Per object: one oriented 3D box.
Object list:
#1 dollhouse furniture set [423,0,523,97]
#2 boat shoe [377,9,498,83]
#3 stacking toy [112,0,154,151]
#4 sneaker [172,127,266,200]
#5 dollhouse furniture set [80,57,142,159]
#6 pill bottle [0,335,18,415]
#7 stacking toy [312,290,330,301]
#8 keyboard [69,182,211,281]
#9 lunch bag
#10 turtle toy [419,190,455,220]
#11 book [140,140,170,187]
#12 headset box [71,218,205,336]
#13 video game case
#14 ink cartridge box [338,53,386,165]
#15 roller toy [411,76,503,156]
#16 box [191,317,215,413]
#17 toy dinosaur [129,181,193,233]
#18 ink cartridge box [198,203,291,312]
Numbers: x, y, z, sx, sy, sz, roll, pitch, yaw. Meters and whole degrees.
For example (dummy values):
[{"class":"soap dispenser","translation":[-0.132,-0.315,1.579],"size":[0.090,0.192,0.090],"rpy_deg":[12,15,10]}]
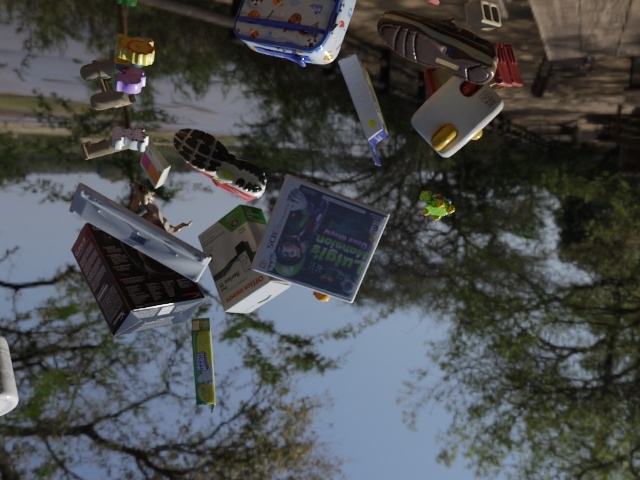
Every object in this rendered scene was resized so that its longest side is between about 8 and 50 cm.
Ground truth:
[{"class":"dollhouse furniture set","translation":[0.367,-0.547,1.670],"size":[0.201,0.374,0.152],"rpy_deg":[-13,-178,39]},{"class":"boat shoe","translation":[0.241,-0.410,1.309],"size":[0.257,0.095,0.095],"rpy_deg":[24,159,-8]},{"class":"stacking toy","translation":[-0.282,-0.261,0.963],"size":[0.052,0.167,0.221],"rpy_deg":[2,-136,-20]},{"class":"sneaker","translation":[-0.282,-0.191,1.735],"size":[0.279,0.107,0.118],"rpy_deg":[34,153,-8]},{"class":"dollhouse furniture set","translation":[-0.593,-0.362,1.751],"size":[0.161,0.242,0.212],"rpy_deg":[-16,-165,-6]},{"class":"pill bottle","translation":[-0.772,0.279,1.453],"size":[0.131,0.229,0.131],"rpy_deg":[-20,154,-11]},{"class":"stacking toy","translation":[-0.044,0.061,2.016],"size":[0.175,0.302,0.166],"rpy_deg":[-6,151,-42]},{"class":"keyboard","translation":[-0.316,-0.011,1.126],"size":[0.256,0.072,0.014],"rpy_deg":[31,-138,-8]},{"class":"lunch bag","translation":[-0.066,-0.583,1.665],"size":[0.303,0.243,0.115],"rpy_deg":[18,174,25]},{"class":"turtle toy","translation":[0.395,-0.126,2.211],"size":[0.130,0.066,0.095],"rpy_deg":[24,147,-28]},{"class":"book","translation":[-0.501,-0.228,1.937],"size":[0.035,0.096,0.144],"rpy_deg":[-37,180,-28]},{"class":"headset box","translation":[-0.454,0.070,1.580],"size":[0.218,0.110,0.293],"rpy_deg":[-7,-124,-50]},{"class":"video game case","translation":[0.000,0.000,1.098],"size":[0.190,0.173,0.022],"rpy_deg":[20,-169,-14]},{"class":"ink cartridge box","translation":[0.148,-0.380,1.921],"size":[0.072,0.307,0.303],"rpy_deg":[-21,-177,10]},{"class":"roller toy","translation":[0.326,-0.296,1.516],"size":[0.146,0.191,0.209],"rpy_deg":[47,-167,1]},{"class":"box","translation":[-0.243,0.261,1.338],"size":[0.043,0.179,0.105],"rpy_deg":[-6,-171,-9]},{"class":"toy dinosaur","translation":[-0.532,-0.034,1.953],"size":[0.200,0.296,0.127],"rpy_deg":[37,-157,5]},{"class":"ink cartridge box","translation":[-0.178,0.045,1.496],"size":[0.153,0.208,0.087],"rpy_deg":[-34,157,24]}]
